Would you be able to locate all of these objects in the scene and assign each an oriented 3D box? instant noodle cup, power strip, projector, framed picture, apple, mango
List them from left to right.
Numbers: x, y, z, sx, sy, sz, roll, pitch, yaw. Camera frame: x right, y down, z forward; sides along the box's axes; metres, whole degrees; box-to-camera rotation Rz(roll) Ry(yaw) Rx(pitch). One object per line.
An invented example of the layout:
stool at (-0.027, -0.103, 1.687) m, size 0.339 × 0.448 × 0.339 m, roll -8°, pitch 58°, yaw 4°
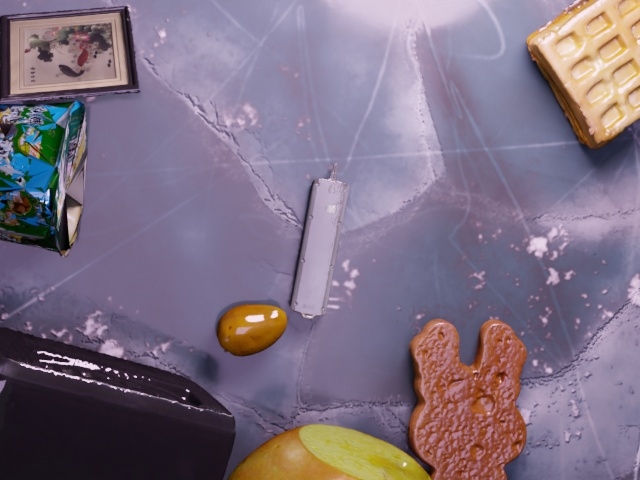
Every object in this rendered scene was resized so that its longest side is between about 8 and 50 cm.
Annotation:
instant noodle cup at (-0.442, -0.098, 1.511) m, size 0.178 × 0.240 × 0.240 m, roll 7°, pitch 95°, yaw -4°
projector at (-0.376, 0.360, 1.511) m, size 0.395 × 0.242 × 0.405 m, roll 20°, pitch 92°, yaw -30°
framed picture at (-0.371, -0.274, 1.540) m, size 0.199 × 0.195 × 0.010 m, roll -6°, pitch 140°, yaw -9°
mango at (-0.108, 0.139, 1.664) m, size 0.114 × 0.060 × 0.080 m, roll -26°, pitch 102°, yaw -10°
power strip at (0.000, 0.000, 1.683) m, size 0.060 × 0.027 × 0.253 m, roll 10°, pitch 94°, yaw -9°
apple at (0.019, 0.461, 1.577) m, size 0.383 × 0.374 × 0.375 m, roll -14°, pitch 98°, yaw -7°

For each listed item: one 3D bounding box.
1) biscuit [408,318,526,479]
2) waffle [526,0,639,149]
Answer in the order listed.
biscuit at (0.243, 0.293, 1.744) m, size 0.201 × 0.047 × 0.334 m, roll -2°, pitch 94°, yaw -8°
waffle at (0.511, -0.324, 1.700) m, size 0.327 × 0.098 × 0.224 m, roll -35°, pitch 99°, yaw -2°
